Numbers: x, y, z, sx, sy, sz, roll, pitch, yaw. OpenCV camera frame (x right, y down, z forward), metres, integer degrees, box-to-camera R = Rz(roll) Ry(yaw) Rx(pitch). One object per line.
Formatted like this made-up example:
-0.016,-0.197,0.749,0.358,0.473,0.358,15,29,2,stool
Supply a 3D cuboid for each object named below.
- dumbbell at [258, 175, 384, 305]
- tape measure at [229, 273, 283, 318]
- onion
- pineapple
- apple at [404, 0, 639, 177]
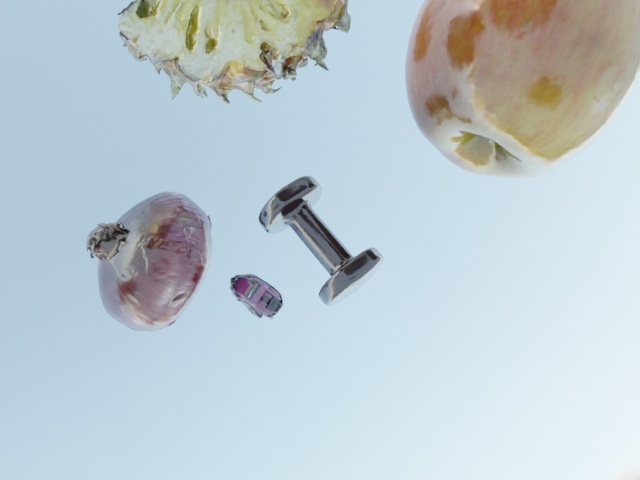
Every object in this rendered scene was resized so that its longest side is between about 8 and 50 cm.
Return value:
0.000,0.000,0.970,0.140,0.225,0.124,-35,-14,-19,dumbbell
-0.149,0.125,1.202,0.125,0.118,0.074,42,-106,-26,tape measure
-0.417,0.034,1.229,0.285,0.348,0.347,29,-93,-41,onion
-0.058,-0.297,0.720,0.344,0.286,0.209,-39,-82,6,pineapple
0.329,-0.293,0.888,0.391,0.391,0.346,24,-103,-39,apple
